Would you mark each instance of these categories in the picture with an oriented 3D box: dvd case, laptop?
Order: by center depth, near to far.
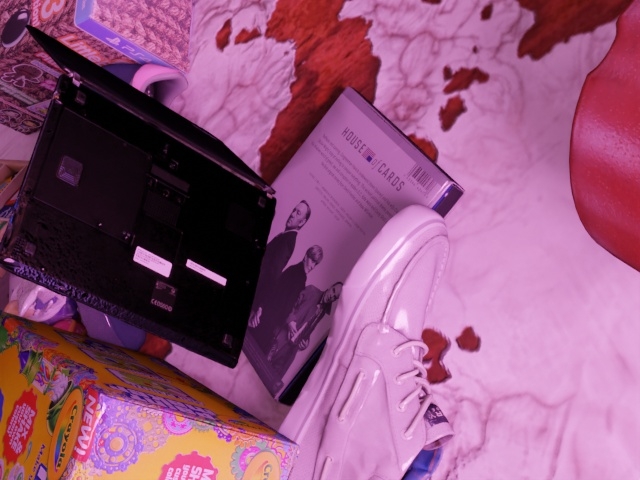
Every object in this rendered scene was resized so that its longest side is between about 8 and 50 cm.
[{"bbox_3d":[-0.169,-0.045,0.903,0.136,0.234,0.264,-14,56,46],"label":"laptop"},{"bbox_3d":[0.000,0.000,0.910,0.239,0.029,0.179,-51,44,11],"label":"dvd case"}]

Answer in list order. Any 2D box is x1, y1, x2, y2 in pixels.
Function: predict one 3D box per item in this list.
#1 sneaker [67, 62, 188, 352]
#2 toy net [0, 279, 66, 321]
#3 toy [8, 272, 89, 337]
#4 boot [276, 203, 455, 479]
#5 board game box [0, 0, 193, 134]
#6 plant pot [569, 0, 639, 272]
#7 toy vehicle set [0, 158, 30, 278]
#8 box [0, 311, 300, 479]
[{"bbox_3d":[-0.185,-0.039,1.041,0.131,0.112,0.319,-11,74,9],"label":"sneaker"},{"bbox_3d":[-0.309,0.086,1.021,0.232,0.045,0.122,-40,24,25],"label":"toy net"},{"bbox_3d":[-0.275,0.114,1.059,0.136,0.056,0.237,-11,67,12],"label":"toy"},{"bbox_3d":[0.063,0.110,0.795,0.123,0.095,0.258,32,103,36],"label":"boot"},{"bbox_3d":[-0.294,-0.284,1.197,0.291,0.141,0.232,-13,65,36],"label":"board game box"},{"bbox_3d":[0.297,-0.033,0.552,0.265,0.272,0.272,34,95,50],"label":"plant pot"},{"bbox_3d":[-0.411,0.013,1.172,0.166,0.035,0.267,5,51,40],"label":"toy vehicle set"},{"bbox_3d":[-0.198,0.243,0.840,0.279,0.177,0.290,15,83,57],"label":"box"}]
